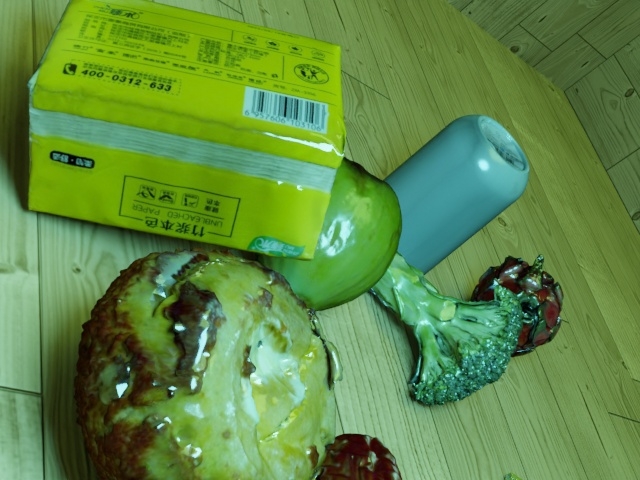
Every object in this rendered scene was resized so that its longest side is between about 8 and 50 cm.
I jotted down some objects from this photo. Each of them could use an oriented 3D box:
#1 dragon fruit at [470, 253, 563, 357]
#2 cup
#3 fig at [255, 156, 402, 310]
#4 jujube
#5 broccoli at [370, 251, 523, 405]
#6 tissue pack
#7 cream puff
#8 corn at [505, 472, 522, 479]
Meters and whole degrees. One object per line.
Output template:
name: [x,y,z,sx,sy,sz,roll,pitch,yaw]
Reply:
dragon fruit: [0.399,0.137,1.738,0.193,0.192,0.274,59,1,-7]
cup: [0.247,-0.092,1.687,0.205,0.312,0.205,33,34,-26]
fig: [0.000,0.000,1.354,0.239,0.239,0.271,41,61,-18]
jujube: [0.048,0.358,1.102,0.155,0.155,0.230,39,23,-22]
broccoli: [0.204,0.111,1.555,0.252,0.221,0.361,-18,69,-21]
tissue pack: [-0.172,-0.158,1.148,0.382,0.228,0.293,11,41,-11]
cream puff: [-0.139,0.167,0.961,0.350,0.229,0.350,26,59,-55]
corn: [0.368,0.451,1.549,0.083,0.028,0.027,43,10,-14]
